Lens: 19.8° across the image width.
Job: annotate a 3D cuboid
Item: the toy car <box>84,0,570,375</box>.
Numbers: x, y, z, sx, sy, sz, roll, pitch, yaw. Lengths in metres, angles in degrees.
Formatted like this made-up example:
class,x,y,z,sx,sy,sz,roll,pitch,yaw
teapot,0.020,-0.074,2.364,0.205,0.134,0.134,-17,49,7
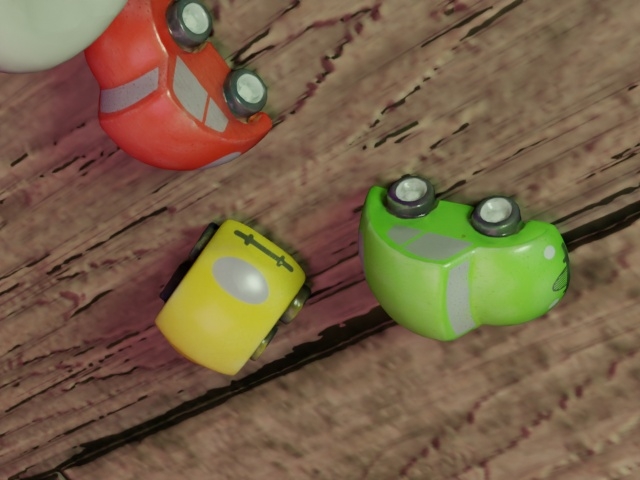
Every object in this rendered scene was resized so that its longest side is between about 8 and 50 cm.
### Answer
class,x,y,z,sx,sy,sz,roll,pitch,yaw
toy car,0.000,0.000,0.833,0.225,0.053,0.239,13,137,22

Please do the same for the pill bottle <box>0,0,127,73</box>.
class,x,y,z,sx,sy,sz,roll,pitch,yaw
pill bottle,-0.212,-0.164,0.715,0.278,0.162,0.162,12,137,23
